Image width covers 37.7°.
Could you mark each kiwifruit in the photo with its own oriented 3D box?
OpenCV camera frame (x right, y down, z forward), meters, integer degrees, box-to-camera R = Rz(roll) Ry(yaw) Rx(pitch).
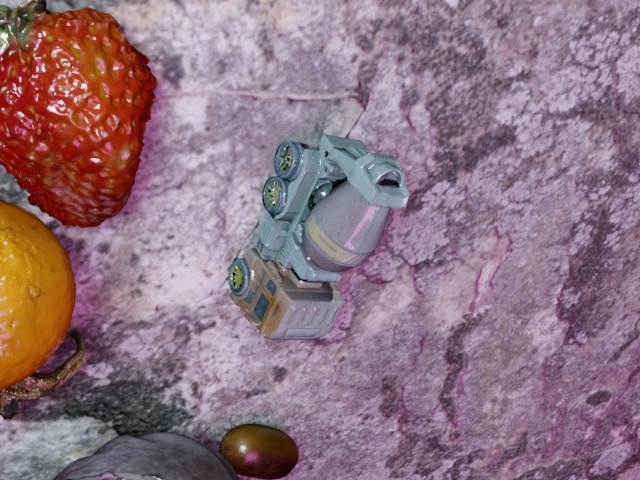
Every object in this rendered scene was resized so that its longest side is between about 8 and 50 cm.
[{"bbox_3d":[-0.083,0.284,1.261,0.124,0.075,0.075,20,113,-45],"label":"kiwifruit"}]

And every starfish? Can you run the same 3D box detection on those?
[{"bbox_3d":[-0.336,0.112,0.956,0.146,0.074,0.190,-40,135,11],"label":"starfish"}]

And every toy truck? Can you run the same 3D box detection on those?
[{"bbox_3d":[0.000,0.000,1.023,0.108,0.140,0.256,5,123,-36],"label":"toy truck"}]

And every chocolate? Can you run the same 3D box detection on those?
[{"bbox_3d":[-0.203,0.346,1.137,0.304,0.213,0.303,2,110,6],"label":"chocolate"}]

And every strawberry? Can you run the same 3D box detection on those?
[{"bbox_3d":[-0.213,-0.096,0.829,0.175,0.106,0.236,-34,137,-2],"label":"strawberry"}]

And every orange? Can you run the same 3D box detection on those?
[{"bbox_3d":[-0.315,0.052,0.837,0.193,0.193,0.161,-28,159,-9],"label":"orange"}]
